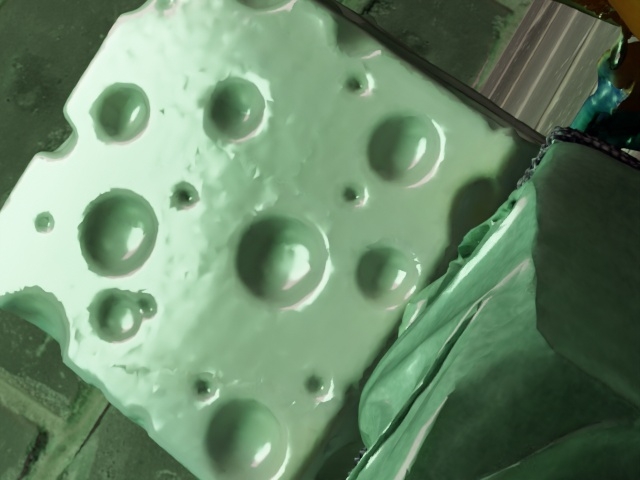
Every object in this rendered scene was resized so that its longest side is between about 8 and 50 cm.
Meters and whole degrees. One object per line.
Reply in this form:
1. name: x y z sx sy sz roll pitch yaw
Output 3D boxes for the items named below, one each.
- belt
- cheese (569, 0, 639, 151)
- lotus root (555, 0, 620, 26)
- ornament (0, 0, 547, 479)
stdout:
1. belt: 0.065 0.097 0.769 0.325 0.122 0.260 -56 -5 -44
2. cheese: 0.182 -0.113 0.724 0.329 0.217 0.129 106 152 -68
3. lotus root: 0.204 -0.176 1.060 0.074 0.170 0.261 -65 14 -15
4. ornament: 0.000 0.000 1.040 0.240 0.240 0.239 -57 -26 7
